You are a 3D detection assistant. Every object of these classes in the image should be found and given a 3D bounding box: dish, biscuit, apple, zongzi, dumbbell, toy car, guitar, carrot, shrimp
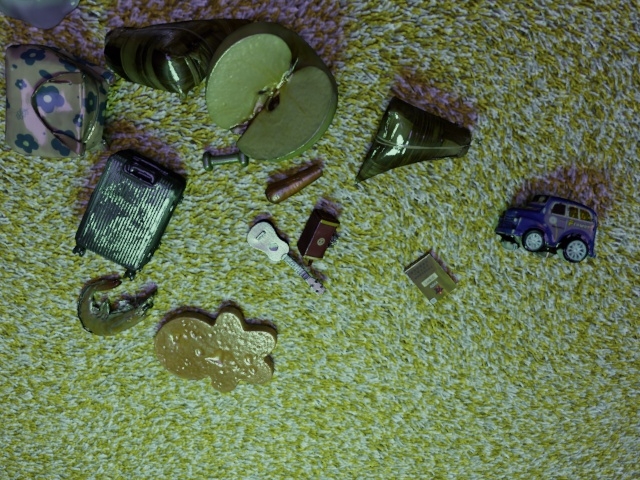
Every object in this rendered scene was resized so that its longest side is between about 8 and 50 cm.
[{"bbox_3d":[-0.680,-0.611,1.158,0.229,0.081,0.229,0,109,1],"label":"dish"},{"bbox_3d":[-0.305,0.318,1.475,0.355,0.052,0.275,4,108,1],"label":"biscuit"},{"bbox_3d":[-0.109,-0.340,1.160,0.295,0.233,0.258,38,120,-12],"label":"apple"},{"bbox_3d":[-0.336,-0.472,1.197,0.286,0.288,0.134,23,147,27],"label":"zongzi"},{"bbox_3d":[-0.245,-0.209,1.302,0.118,0.046,0.052,-5,103,3],"label":"dumbbell"},{"bbox_3d":[0.579,-0.036,1.295,0.235,0.172,0.158,14,92,-1],"label":"toy car"},{"bbox_3d":[-0.086,0.052,1.389,0.271,0.038,0.084,43,105,-9],"label":"guitar"},{"bbox_3d":[-0.069,-0.149,1.319,0.161,0.055,0.055,-27,106,2],"label":"carrot"},{"bbox_3d":[0.240,-0.212,1.277,0.247,0.111,0.241,18,126,-11],"label":"zongzi"},{"bbox_3d":[-0.588,0.179,1.437,0.253,0.058,0.173,-33,96,13],"label":"shrimp"}]

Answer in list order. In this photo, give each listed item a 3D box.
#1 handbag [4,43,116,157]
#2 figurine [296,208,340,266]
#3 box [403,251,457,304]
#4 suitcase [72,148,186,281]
[{"bbox_3d":[-0.607,-0.318,1.191,0.193,0.190,0.251,16,111,8],"label":"handbag"},{"bbox_3d":[0.000,0.001,1.361,0.098,0.082,0.154,16,109,-25],"label":"figurine"},{"bbox_3d":[0.308,0.106,1.410,0.090,0.023,0.133,-39,104,14],"label":"box"},{"bbox_3d":[-0.495,-0.070,1.309,0.202,0.128,0.312,28,107,-8],"label":"suitcase"}]
